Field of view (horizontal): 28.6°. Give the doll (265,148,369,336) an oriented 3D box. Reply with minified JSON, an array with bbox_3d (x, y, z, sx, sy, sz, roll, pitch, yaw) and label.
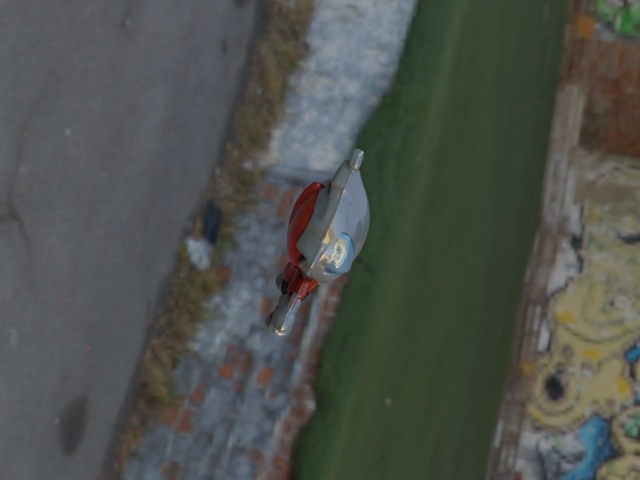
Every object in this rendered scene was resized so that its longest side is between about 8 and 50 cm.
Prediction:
[{"bbox_3d":[0.001,0.001,0.599,0.057,0.039,0.114,-30,158,-42],"label":"doll"}]
